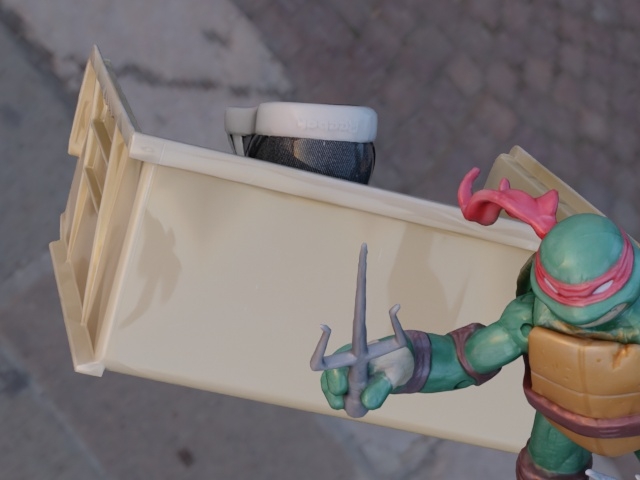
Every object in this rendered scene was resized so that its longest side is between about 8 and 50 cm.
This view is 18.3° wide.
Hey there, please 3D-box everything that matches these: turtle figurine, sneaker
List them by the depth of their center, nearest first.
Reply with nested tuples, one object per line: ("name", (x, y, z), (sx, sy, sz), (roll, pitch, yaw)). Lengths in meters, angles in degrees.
("turtle figurine", (0.104, 0.064, 0.755), (0.118, 0.175, 0.234), (-54, 145, -23))
("sneaker", (-0.016, -0.010, 1.048), (0.079, 0.217, 0.121), (5, 91, -3))

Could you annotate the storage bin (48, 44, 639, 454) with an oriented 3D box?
("storage bin", (0.000, 0.000, 1.062), (0.262, 0.123, 0.260), (12, 13, -14))
